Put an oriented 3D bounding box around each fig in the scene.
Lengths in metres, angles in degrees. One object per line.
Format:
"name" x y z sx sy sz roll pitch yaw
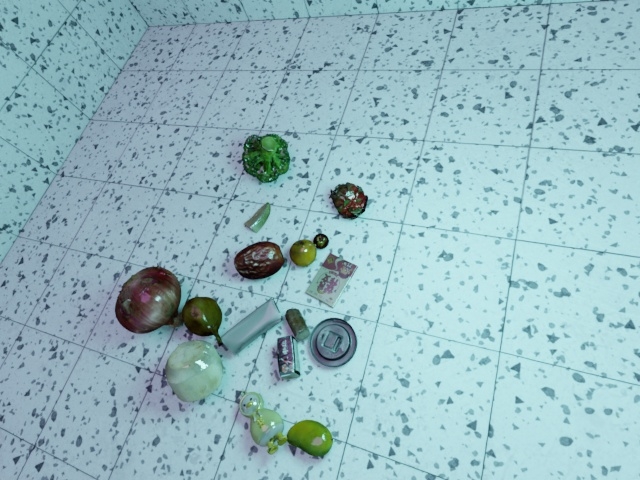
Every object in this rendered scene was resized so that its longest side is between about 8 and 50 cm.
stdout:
"fig" -0.551 0.402 1.897 0.191 0.190 0.290 -26 47 5

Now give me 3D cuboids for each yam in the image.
"yam" -0.105 0.377 1.832 0.079 0.079 0.141 -33 48 0

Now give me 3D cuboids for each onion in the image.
"onion" -0.843 0.287 1.996 0.354 0.353 0.353 -7 63 15

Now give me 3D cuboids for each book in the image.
"book" 0.053 0.185 1.918 0.162 0.022 0.231 25 74 27

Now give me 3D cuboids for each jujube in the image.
"jujube" -0.298 0.100 1.982 0.244 0.183 0.183 -17 61 10

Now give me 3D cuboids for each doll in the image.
"doll" -0.254 0.743 1.686 0.141 0.117 0.296 -44 60 -9

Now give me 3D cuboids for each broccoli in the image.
"broccoli" -0.293 -0.478 2.213 0.298 0.297 0.297 4 71 -12

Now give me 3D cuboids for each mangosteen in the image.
"mangosteen" 0.001 0.001 1.995 0.081 0.081 0.080 -7 63 15

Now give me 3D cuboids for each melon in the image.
"melon" -0.328 -0.131 2.194 0.182 0.054 0.098 -47 45 -8

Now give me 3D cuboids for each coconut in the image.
"coconut" -0.554 0.586 1.805 0.245 0.247 0.244 -10 32 6

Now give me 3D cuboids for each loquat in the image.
"loquat" -0.082 0.061 1.959 0.141 0.141 0.141 -7 63 15

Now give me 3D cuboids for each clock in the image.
"clock" 0.058 0.448 1.775 0.215 0.042 0.214 -7 63 15

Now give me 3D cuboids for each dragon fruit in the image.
"dragon fruit" 0.143 -0.199 1.997 0.182 0.182 0.188 -33 100 0

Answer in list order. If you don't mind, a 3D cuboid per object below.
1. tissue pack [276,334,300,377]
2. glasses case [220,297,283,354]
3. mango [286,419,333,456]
"tissue pack" -0.142 0.515 1.774 0.091 0.103 0.170 -12 62 4
"glasses case" -0.312 0.407 1.895 0.308 0.083 0.128 -37 65 -2
"mango" -0.041 0.784 1.616 0.191 0.085 0.122 15 73 23
